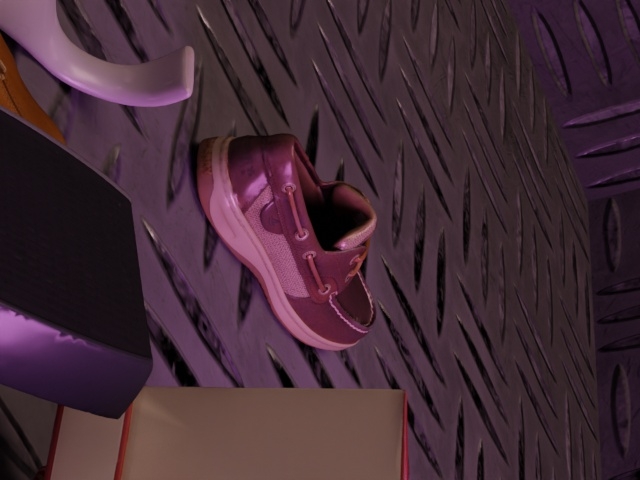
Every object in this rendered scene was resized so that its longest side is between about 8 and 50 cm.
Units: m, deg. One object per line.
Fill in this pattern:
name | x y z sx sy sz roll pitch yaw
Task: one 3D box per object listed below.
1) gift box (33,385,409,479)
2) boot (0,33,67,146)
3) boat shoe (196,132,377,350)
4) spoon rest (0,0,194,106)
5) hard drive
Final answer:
gift box | -0.073 0.220 1.128 0.255 0.258 0.276 -86 173 -46
boot | -0.240 -0.032 1.135 0.211 0.104 0.295 65 16 -13
boat shoe | 0.000 0.000 1.764 0.342 0.123 0.123 54 27 -48
spoon rest | -0.214 -0.191 1.379 0.276 0.084 0.137 41 34 -38
hard drive | -0.196 -0.008 1.018 0.254 0.054 0.172 31 38 -45
